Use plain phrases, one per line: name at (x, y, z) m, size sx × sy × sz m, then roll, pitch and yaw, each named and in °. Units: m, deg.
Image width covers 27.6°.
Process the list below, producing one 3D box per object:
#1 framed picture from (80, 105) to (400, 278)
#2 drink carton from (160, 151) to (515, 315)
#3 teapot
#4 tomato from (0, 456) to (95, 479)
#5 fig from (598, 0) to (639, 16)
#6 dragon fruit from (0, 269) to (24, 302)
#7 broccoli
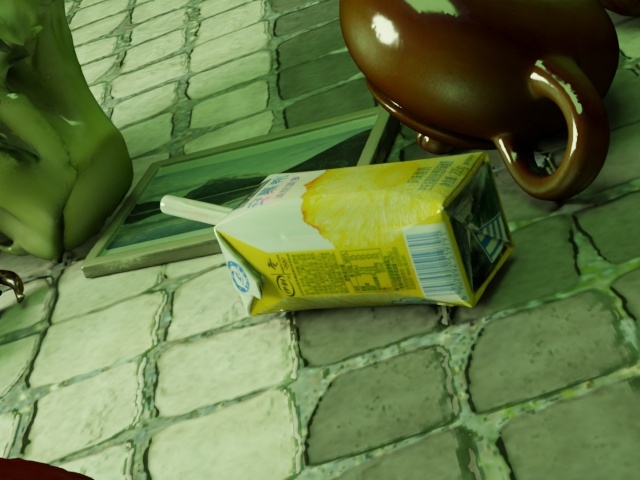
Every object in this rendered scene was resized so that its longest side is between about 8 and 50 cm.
framed picture at (-0.053, -0.035, 0.900) m, size 0.203 × 0.015 × 0.150 m, roll -11°, pitch 28°, yaw 23°
drink carton at (0.000, 0.000, 0.721) m, size 0.200 × 0.074 × 0.084 m, roll -4°, pitch 30°, yaw 35°
teapot at (0.101, -0.102, 0.806) m, size 0.178 × 0.135 × 0.252 m, roll -1°, pitch 37°, yaw -25°
tomato at (-0.168, 0.175, 0.368) m, size 0.289 × 0.176 × 0.335 m, roll 0°, pitch 29°, yaw 31°
fig at (0.231, -0.228, 0.931) m, size 0.128 × 0.150 × 0.128 m, roll -41°, pitch -8°, yaw -7°
dragon fruit at (-0.280, 0.053, 0.833) m, size 0.190 × 0.094 × 0.094 m, roll -19°, pitch 23°, yaw -22°
broccoli at (-0.279, -0.119, 0.926) m, size 0.272 × 0.324 × 0.334 m, roll 12°, pitch 45°, yaw 31°
